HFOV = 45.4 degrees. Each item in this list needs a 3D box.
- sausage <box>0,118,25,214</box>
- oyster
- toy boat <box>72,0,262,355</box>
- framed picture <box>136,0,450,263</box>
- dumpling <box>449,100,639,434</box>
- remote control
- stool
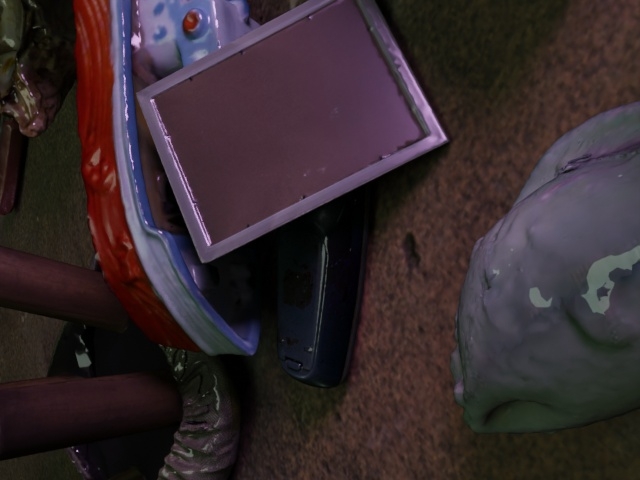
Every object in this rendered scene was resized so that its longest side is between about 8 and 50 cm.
[{"bbox_3d":[-0.446,-0.106,1.096,0.030,0.035,0.147,41,120,45],"label":"sausage"},{"bbox_3d":[-0.327,-0.262,0.892,0.166,0.110,0.341,-48,54,34],"label":"oyster"},{"bbox_3d":[-0.099,-0.070,0.613,0.133,0.145,0.332,-13,79,26],"label":"toy boat"},{"bbox_3d":[-0.025,-0.084,0.523,0.183,0.011,0.142,-27,73,6],"label":"framed picture"},{"bbox_3d":[0.131,0.002,0.359,0.216,0.104,0.149,-39,63,44],"label":"dumpling"},{"bbox_3d":[0.000,0.000,0.563,0.072,0.042,0.222,11,101,45],"label":"remote control"},{"bbox_3d":[-0.258,0.169,0.744,0.310,0.226,0.310,47,126,40],"label":"stool"}]
